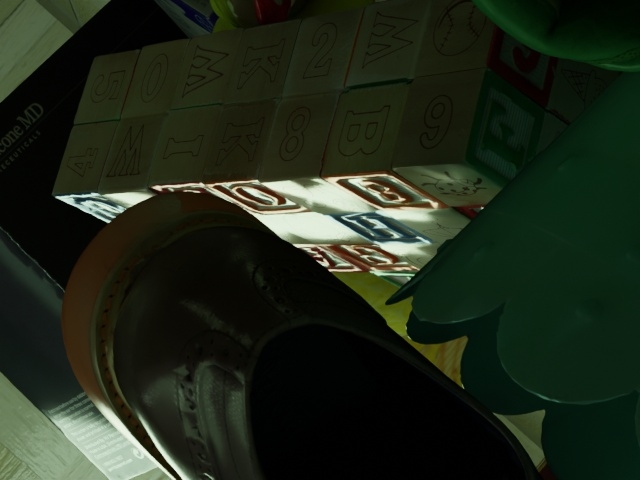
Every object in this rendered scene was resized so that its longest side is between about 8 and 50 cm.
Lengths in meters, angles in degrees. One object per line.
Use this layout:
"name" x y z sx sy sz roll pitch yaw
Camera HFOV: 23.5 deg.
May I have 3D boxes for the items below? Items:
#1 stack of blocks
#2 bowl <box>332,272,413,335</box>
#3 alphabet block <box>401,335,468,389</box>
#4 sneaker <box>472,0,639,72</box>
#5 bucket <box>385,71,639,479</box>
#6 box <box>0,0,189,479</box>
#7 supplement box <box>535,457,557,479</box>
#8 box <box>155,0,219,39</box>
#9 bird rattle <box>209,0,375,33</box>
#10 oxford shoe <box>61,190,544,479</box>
"stack of blocks" 0.023 -0.037 0.785 0.297 0.087 0.171 -1 158 46
"bowl" 0.000 0.000 1.221 0.289 0.156 0.289 25 -168 -6
"alphabet block" 0.080 0.073 1.578 0.197 0.193 0.192 37 175 40
"sneaker" 0.067 -0.114 0.409 0.109 0.123 0.295 42 176 -14
"bucket" 0.183 0.042 0.547 0.281 0.183 0.281 41 176 4
"box" -0.155 -0.025 1.356 0.312 0.343 0.179 48 140 -12
"supplement box" 0.236 0.153 1.052 0.129 0.191 0.194 40 176 10
"box" -0.061 -0.175 1.184 0.126 0.072 0.137 38 174 44
"bird rattle" -0.057 -0.180 0.847 0.207 0.143 0.253 57 176 15
"oxford shoe" 0.044 0.131 0.633 0.363 0.130 0.133 44 169 -33
